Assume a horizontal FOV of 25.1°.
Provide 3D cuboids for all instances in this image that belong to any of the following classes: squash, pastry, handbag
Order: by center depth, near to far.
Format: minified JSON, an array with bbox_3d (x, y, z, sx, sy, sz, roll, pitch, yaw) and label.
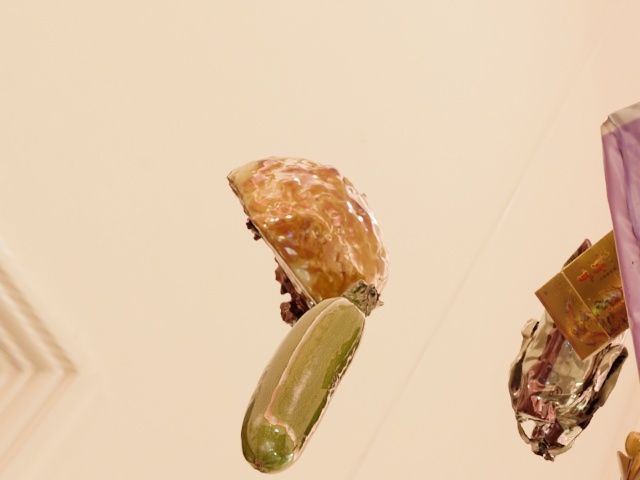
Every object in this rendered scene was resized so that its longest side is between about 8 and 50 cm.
[{"bbox_3d":[-0.013,0.116,1.270,0.066,0.252,0.066,11,-55,16],"label":"squash"},{"bbox_3d":[0.307,0.138,1.771,0.127,0.235,0.213,22,-15,27],"label":"handbag"},{"bbox_3d":[-0.002,-0.007,1.865,0.256,0.170,0.237,62,-9,-3],"label":"pastry"}]

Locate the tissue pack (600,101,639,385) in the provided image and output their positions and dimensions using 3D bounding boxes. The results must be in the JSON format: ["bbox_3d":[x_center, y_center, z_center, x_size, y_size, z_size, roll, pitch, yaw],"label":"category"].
[{"bbox_3d":[0.312,0.075,0.861,0.242,0.338,0.160,12,-25,-43],"label":"tissue pack"}]

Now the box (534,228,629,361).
[{"bbox_3d":[0.290,0.040,1.405,0.156,0.022,0.089,-41,-109,30],"label":"box"}]

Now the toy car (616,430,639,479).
[{"bbox_3d":[0.390,0.240,1.541,0.142,0.248,0.200,6,-29,27],"label":"toy car"}]
